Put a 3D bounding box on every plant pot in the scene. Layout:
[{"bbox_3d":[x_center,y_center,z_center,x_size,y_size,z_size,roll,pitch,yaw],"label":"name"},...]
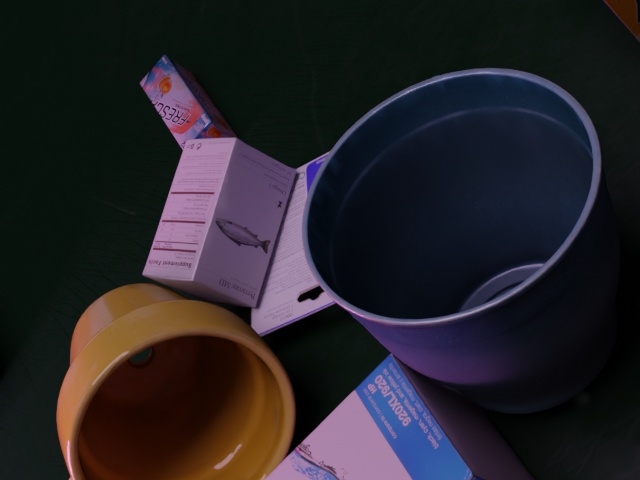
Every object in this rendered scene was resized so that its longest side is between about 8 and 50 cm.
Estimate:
[{"bbox_3d":[-0.184,0.168,1.425,0.254,0.254,0.239,-54,28,4],"label":"plant pot"},{"bbox_3d":[0.160,0.025,1.158,0.272,0.255,0.271,-16,50,20],"label":"plant pot"}]

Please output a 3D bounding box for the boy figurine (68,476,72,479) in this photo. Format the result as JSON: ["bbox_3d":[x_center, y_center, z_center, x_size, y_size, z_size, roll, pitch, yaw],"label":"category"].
[{"bbox_3d":[-0.244,0.394,1.443,0.177,0.092,0.285,-43,46,15],"label":"boy figurine"}]

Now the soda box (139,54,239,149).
[{"bbox_3d":[-0.183,-0.179,1.719,0.058,0.063,0.183,-47,46,11],"label":"soda box"}]

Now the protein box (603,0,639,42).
[{"bbox_3d":[0.309,-0.338,1.285,0.136,0.200,0.201,-40,48,18],"label":"protein box"}]

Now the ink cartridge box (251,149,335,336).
[{"bbox_3d":[0.000,0.000,1.474,0.206,0.045,0.208,-25,52,33],"label":"ink cartridge box"}]

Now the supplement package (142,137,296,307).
[{"bbox_3d":[-0.120,-0.021,1.493,0.105,0.105,0.179,3,72,47],"label":"supplement package"}]

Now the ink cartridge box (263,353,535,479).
[{"bbox_3d":[0.069,0.265,1.185,0.232,0.171,0.168,-46,45,11],"label":"ink cartridge box"}]

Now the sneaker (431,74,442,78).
[{"bbox_3d":[0.119,-0.050,1.357,0.107,0.110,0.275,-2,67,41],"label":"sneaker"}]
